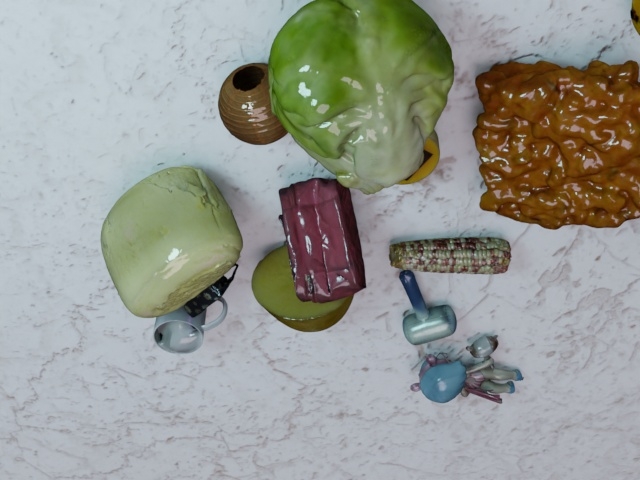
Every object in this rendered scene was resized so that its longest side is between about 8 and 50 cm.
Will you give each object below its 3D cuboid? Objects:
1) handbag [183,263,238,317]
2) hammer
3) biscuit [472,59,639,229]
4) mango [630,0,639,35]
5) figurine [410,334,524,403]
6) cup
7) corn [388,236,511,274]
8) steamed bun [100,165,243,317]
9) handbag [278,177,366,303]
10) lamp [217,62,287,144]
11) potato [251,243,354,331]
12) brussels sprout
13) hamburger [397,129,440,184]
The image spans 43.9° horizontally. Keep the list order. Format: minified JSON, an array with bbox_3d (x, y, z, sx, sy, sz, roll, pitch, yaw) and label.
[{"bbox_3d":[-0.207,0.078,1.550,0.115,0.139,0.072,-36,91,39],"label":"handbag"},{"bbox_3d":[0.208,0.132,1.650,0.116,0.069,0.194,-18,123,14],"label":"hammer"},{"bbox_3d":[0.422,-0.155,1.343,0.318,0.110,0.312,4,131,24],"label":"biscuit"},{"bbox_3d":[0.598,-0.389,1.201,0.262,0.109,0.157,-23,117,11],"label":"mango"},{"bbox_3d":[0.344,0.300,1.767,0.260,0.103,0.205,9,131,-22],"label":"figurine"},{"bbox_3d":[-0.263,0.155,1.608,0.136,0.133,0.099,12,127,-12],"label":"cup"},{"bbox_3d":[0.254,0.031,1.556,0.237,0.079,0.079,-1,130,0],"label":"corn"},{"bbox_3d":[-0.288,0.001,1.404,0.273,0.232,0.166,-35,163,23],"label":"steamed bun"},{"bbox_3d":[0.000,0.000,1.437,0.135,0.146,0.225,-11,87,8],"label":"handbag"},{"bbox_3d":[-0.101,-0.222,1.298,0.136,0.136,0.136,-1,130,-1],"label":"lamp"},{"bbox_3d":[-0.023,0.110,1.573,0.203,0.178,0.158,-23,148,-9],"label":"potato"},{"bbox_3d":[0.071,-0.236,1.202,0.316,0.273,0.243,45,157,-29],"label":"brussels sprout"},{"bbox_3d":[0.140,-0.164,1.390,0.141,0.081,0.126,8,132,-24],"label":"hamburger"}]
